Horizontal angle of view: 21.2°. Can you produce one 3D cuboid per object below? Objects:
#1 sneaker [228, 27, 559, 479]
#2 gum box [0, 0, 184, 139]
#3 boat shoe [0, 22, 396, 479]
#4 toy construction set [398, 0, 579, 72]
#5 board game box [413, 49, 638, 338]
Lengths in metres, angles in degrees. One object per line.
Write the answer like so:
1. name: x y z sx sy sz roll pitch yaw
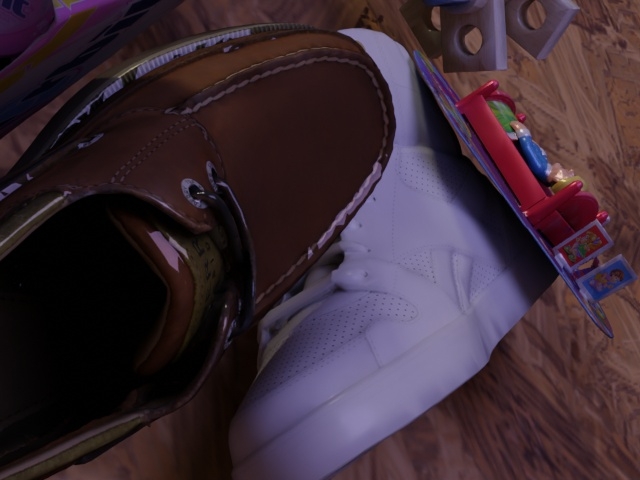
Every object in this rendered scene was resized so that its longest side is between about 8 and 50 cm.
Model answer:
1. sneaker: 0.000 0.000 0.750 0.169 0.108 0.292 56 25 -1
2. gum box: -0.122 -0.067 0.562 0.062 0.188 0.107 57 34 -3
3. boat shoe: -0.065 0.016 0.562 0.307 0.104 0.110 -37 115 -34
4. toy construction set: 0.006 -0.185 0.819 0.215 0.151 0.328 27 7 30
5. board game box: 0.106 -0.032 0.828 0.168 0.033 0.133 53 10 -13
